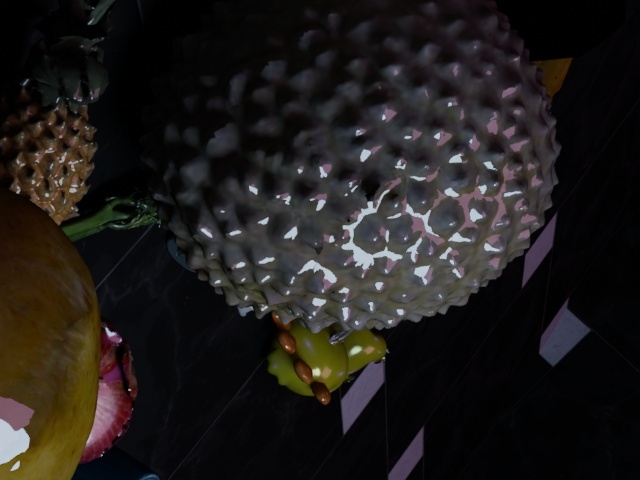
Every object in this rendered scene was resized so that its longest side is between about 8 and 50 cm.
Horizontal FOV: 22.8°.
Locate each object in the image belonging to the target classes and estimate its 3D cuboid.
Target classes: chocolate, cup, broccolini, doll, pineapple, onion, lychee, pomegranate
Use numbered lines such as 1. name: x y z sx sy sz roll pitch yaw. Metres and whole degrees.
1. chocolate: 0.295 -0.371 2.083 0.224 0.206 0.177 61 28 -61
2. cup: -0.250 0.266 1.647 0.113 0.138 0.150 -42 152 -41
3. broccolini: -0.224 -0.019 1.497 0.239 0.051 0.054 -19 91 -53
4. doll: 0.001 0.150 2.111 0.135 0.143 0.221 -30 168 17
5. pineapple: -0.205 -0.145 1.253 0.277 0.119 0.130 -67 165 13
6. onion: -0.255 0.138 1.536 0.150 0.150 0.140 -57 -161 -12
7. lychee: 0.030 -0.096 1.534 0.432 0.380 0.380 -22 141 -28
8. pomegranate: -0.292 0.094 1.167 0.307 0.307 0.307 -49 156 -30

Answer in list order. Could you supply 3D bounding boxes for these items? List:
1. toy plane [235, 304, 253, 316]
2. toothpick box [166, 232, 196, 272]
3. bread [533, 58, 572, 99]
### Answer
1. toy plane: -0.002 -0.003 1.820 0.252 0.118 0.252 -35 -164 12
2. toothpick box: -0.122 -0.011 1.717 0.083 0.052 0.052 -51 157 -28
3. bread: 0.353 -0.376 2.294 0.380 0.109 0.185 101 13 -45
